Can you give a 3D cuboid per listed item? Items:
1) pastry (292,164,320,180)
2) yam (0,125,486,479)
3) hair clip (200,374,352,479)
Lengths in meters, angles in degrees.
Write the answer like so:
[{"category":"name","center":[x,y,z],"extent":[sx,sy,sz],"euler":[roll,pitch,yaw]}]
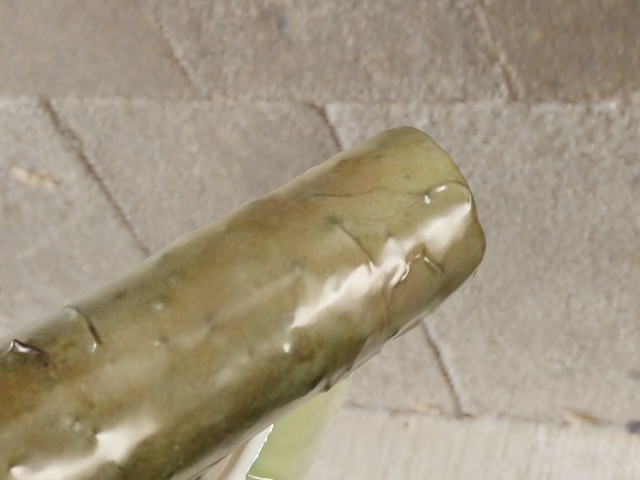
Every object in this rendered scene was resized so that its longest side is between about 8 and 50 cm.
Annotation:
[{"category":"pastry","center":[0.000,0.000,1.238],"extent":[0.088,0.166,0.166],"euler":[58,148,9]},{"category":"yam","center":[-0.076,0.055,0.459],"extent":[0.067,0.317,0.071],"euler":[-6,112,62]},{"category":"hair clip","center":[-0.050,0.078,0.610],"extent":[0.071,0.159,0.218],"euler":[28,109,-36]}]
